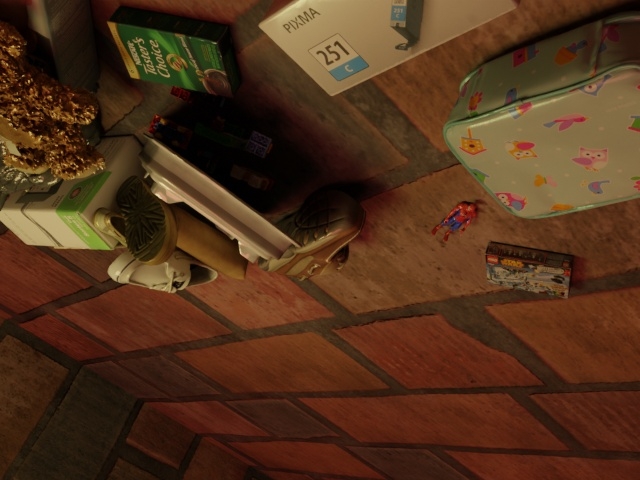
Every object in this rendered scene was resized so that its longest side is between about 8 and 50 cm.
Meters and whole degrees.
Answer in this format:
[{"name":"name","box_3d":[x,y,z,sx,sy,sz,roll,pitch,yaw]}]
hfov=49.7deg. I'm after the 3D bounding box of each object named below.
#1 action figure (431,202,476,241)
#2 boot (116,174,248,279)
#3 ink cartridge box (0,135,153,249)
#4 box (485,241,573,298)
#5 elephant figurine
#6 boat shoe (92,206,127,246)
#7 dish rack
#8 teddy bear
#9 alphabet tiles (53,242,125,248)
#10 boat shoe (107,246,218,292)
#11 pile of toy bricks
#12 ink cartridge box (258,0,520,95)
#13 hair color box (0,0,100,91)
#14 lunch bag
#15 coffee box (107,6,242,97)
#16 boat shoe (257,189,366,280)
[{"name":"action figure","box_3d":[0.219,-0.031,1.114,0.038,0.030,0.115,32,148,-3]},{"name":"boot","box_3d":[-0.228,0.006,1.259,0.089,0.236,0.269,-42,134,12]},{"name":"ink cartridge box","box_3d":[-0.476,-0.094,1.352,0.273,0.198,0.114,2,142,34]},{"name":"box","box_3d":[0.346,0.050,1.149,0.137,0.027,0.094,11,149,23]},{"name":"elephant figurine","box_3d":[-0.505,-0.157,1.231,0.169,0.239,0.186,18,150,13]},{"name":"boat shoe","box_3d":[-0.343,-0.017,1.260,0.048,0.056,0.153,12,165,37]},{"name":"dish rack","box_3d":[-0.191,-0.067,1.166,0.286,0.072,0.333,36,179,-21]},{"name":"teddy bear","box_3d":[-0.451,-0.207,1.026,0.245,0.113,0.338,0,148,32]},{"name":"alphabet tiles","box_3d":[-0.398,-0.002,1.458,0.284,0.021,0.278,0,-177,36]},{"name":"boat shoe","box_3d":[-0.288,0.058,1.313,0.088,0.096,0.267,46,-166,16]},{"name":"pile of toy bricks","box_3d":[-0.155,-0.167,1.111,0.212,0.118,0.105,27,-170,9]},{"name":"ink cartridge box","box_3d":[0.031,-0.311,0.766,0.261,0.066,0.296,40,147,-27]},{"name":"hair color box","box_3d":[-0.442,-0.357,0.992,0.185,0.113,0.374,23,150,1]},{"name":"lunch bag","box_3d":[0.301,-0.130,0.812,0.224,0.107,0.279,37,150,-30]},{"name":"coffee box","box_3d":[-0.214,-0.277,1.024,0.184,0.040,0.113,16,149,15]},{"name":"boat shoe","box_3d":[0.000,0.000,1.250,0.116,0.123,0.324,28,158,-20]}]
